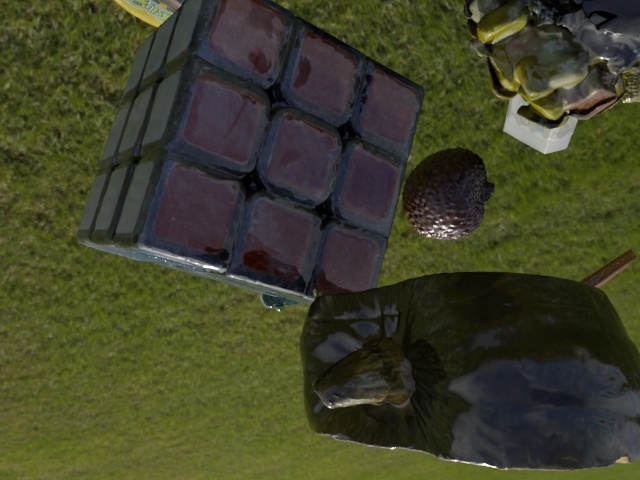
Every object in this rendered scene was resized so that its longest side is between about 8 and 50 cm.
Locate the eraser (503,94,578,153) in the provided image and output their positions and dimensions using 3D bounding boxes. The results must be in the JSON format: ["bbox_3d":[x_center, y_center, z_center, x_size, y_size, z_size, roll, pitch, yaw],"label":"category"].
[{"bbox_3d":[0.704,-0.455,1.856,0.082,0.213,0.396,-40,151,-21],"label":"eraser"}]

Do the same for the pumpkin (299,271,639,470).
[{"bbox_3d":[0.098,0.109,0.511,0.222,0.139,0.317,12,167,-33],"label":"pumpkin"}]

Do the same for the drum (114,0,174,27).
[{"bbox_3d":[-0.318,-0.682,1.413,0.432,0.214,0.431,8,167,2],"label":"drum"}]

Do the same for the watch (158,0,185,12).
[{"bbox_3d":[-0.299,-0.526,1.141,0.253,0.241,0.161,36,84,-28],"label":"watch"}]

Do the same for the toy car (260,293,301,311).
[{"bbox_3d":[-0.064,0.115,1.497,0.186,0.058,0.093,-11,114,-18],"label":"toy car"}]

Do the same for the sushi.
[{"bbox_3d":[0.409,-0.371,0.987,0.328,0.328,0.285,34,131,1],"label":"sushi"}]

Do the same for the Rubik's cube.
[{"bbox_3d":[-0.098,-0.094,0.768,0.305,0.303,0.301,22,170,-32],"label":"Rubik's cube"}]

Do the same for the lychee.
[{"bbox_3d":[0.351,-0.132,1.664,0.261,0.260,0.260,-8,148,-5],"label":"lychee"}]

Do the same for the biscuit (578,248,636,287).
[{"bbox_3d":[0.645,0.097,1.417,0.186,0.036,0.192,-26,164,-28],"label":"biscuit"}]

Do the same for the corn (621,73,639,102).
[{"bbox_3d":[0.777,-0.480,1.449,0.087,0.086,0.288,-5,105,-11],"label":"corn"}]
